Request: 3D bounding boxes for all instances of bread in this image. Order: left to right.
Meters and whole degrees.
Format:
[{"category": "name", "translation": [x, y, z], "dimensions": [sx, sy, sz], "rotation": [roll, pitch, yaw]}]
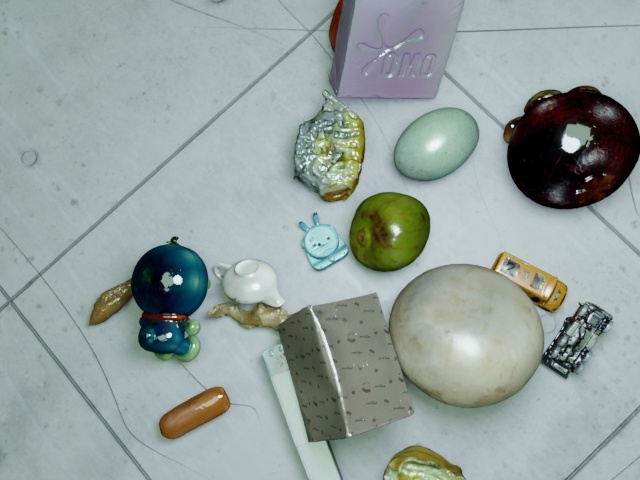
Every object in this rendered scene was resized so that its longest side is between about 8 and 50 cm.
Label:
[{"category": "bread", "translation": [0.246, 0.587, 1.350], "dimensions": [0.195, 0.252, 0.239], "rotation": [-12, 81, 4]}]

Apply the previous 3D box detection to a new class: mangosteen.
[{"category": "mangosteen", "translation": [0.613, -0.245, 1.470], "dimensions": [0.306, 0.307, 0.347], "rotation": [-10, 50, 3]}]

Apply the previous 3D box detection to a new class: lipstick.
[{"category": "lipstick", "translation": [-0.046, 0.443, 1.490], "dimensions": [0.079, 0.076, 0.372], "rotation": [-23, 79, -2]}]

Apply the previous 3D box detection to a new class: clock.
[{"category": "clock", "translation": [0.000, 0.000, 1.585], "dimensions": [0.108, 0.045, 0.147], "rotation": [-31, 78, -2]}]

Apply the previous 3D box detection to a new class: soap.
[{"category": "soap", "translation": [0.187, -0.511, 1.509], "dimensions": [0.295, 0.286, 0.107], "rotation": [-5, 43, -16]}]

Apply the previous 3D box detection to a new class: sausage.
[{"category": "sausage", "translation": [-0.325, 0.443, 1.516], "dimensions": [0.197, 0.076, 0.076], "rotation": [-28, 78, 1]}]

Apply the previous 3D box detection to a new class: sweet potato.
[{"category": "sweet potato", "translation": [-0.554, 0.155, 1.599], "dimensions": [0.206, 0.060, 0.068], "rotation": [-43, 113, -14]}]

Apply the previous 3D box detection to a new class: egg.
[{"category": "egg", "translation": [0.301, -0.250, 1.541], "dimensions": [0.236, 0.169, 0.169], "rotation": [-35, 78, 4]}]

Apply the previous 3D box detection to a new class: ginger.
[{"category": "ginger", "translation": [-0.151, 0.194, 1.548], "dimensions": [0.287, 0.075, 0.089], "rotation": [8, 102, 2]}]

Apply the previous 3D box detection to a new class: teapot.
[{"category": "teapot", "translation": [-0.193, 0.101, 1.545], "dimensions": [0.226, 0.092, 0.145], "rotation": [20, 41, 30]}]

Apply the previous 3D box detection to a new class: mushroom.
[{"category": "mushroom", "translation": [0.343, 0.235, 1.421], "dimensions": [0.361, 0.295, 0.363], "rotation": [-3, 48, 4]}]

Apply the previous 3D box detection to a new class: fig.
[{"category": "fig", "translation": [0.192, -0.024, 1.513], "dimensions": [0.225, 0.203, 0.203], "rotation": [-15, 76, -36]}]

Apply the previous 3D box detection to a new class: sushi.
[{"category": "sushi", "translation": [0.028, -0.245, 1.580], "dimensions": [0.184, 0.139, 0.275], "rotation": [8, 79, 5]}]

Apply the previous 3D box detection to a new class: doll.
[{"category": "doll", "translation": [-0.387, 0.148, 1.514], "dimensions": [0.198, 0.186, 0.322], "rotation": [-6, 77, 23]}]

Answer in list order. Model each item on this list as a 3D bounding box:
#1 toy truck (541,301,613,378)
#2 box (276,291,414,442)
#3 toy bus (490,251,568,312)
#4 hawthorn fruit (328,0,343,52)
[{"category": "toy truck", "translation": [0.634, 0.245, 1.463], "dimensions": [0.083, 0.092, 0.192], "rotation": [34, 92, 11]}, {"category": "box", "translation": [0.053, 0.300, 1.402], "dimensions": [0.190, 0.225, 0.297], "rotation": [-10, 74, -27]}, {"category": "toy bus", "translation": [0.531, 0.105, 1.496], "dimensions": [0.194, 0.088, 0.083], "rotation": [28, 82, 10]}, {"category": "hawthorn fruit", "translation": [0.110, -0.594, 1.597], "dimensions": [0.196, 0.225, 0.197], "rotation": [-3, 67, 7]}]
